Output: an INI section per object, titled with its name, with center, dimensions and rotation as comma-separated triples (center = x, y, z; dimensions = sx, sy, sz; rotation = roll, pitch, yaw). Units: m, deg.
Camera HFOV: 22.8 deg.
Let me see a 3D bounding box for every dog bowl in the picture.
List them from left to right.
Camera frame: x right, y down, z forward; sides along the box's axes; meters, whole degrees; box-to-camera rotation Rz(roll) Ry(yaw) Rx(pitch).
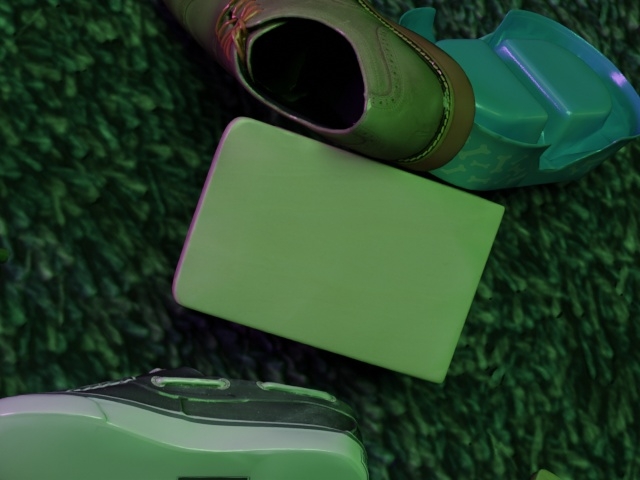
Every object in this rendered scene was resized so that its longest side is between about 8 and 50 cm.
[dog bowl]
center = 0.162, -0.120, 1.381
dimensions = 0.297, 0.074, 0.166
rotation = -9, 54, -47

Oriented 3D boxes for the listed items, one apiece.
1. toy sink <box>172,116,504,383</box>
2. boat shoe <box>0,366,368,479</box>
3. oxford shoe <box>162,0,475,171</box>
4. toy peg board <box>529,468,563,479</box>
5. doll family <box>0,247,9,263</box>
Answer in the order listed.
[toy sink]
center = 0.000, 0.000, 1.266
dimensions = 0.234, 0.131, 0.153
rotation = 17, 95, -18
[boat shoe]
center = -0.113, 0.145, 1.214
dimensions = 0.301, 0.108, 0.102
rotation = 4, 36, -8
[oxford shoe]
center = -0.034, -0.172, 1.264
dimensions = 0.348, 0.123, 0.130
rotation = 33, 17, 37
[toy peg board]
center = 0.233, 0.289, 1.307
dimensions = 0.161, 0.079, 0.161
rotation = 32, 62, -9
[doll family]
center = -0.329, 0.013, 1.163
dimensions = 0.193, 0.111, 0.076
rotation = -19, 78, -27
